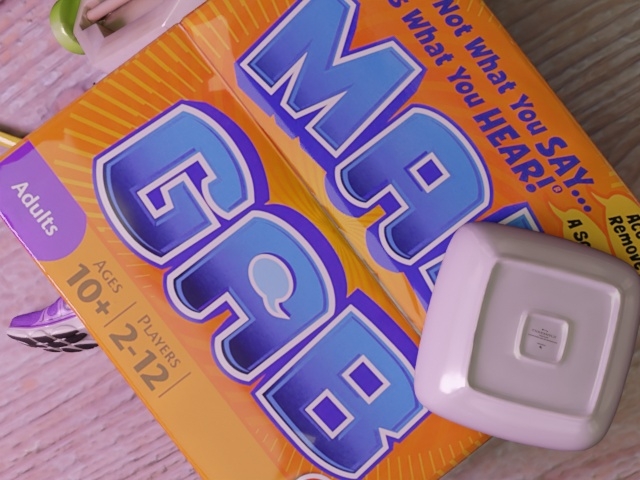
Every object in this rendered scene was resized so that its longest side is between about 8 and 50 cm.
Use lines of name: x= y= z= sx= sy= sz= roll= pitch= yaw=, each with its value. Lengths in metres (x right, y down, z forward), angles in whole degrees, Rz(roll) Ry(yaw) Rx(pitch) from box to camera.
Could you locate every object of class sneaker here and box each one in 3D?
sneaker: x=-0.224 y=0.062 z=1.483 sx=0.169 sy=0.068 sz=0.071 roll=-18 pitch=65 yaw=19

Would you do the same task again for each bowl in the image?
bowl: x=0.143 y=0.064 z=1.019 sx=0.142 sy=0.053 sz=0.142 roll=15 pitch=87 yaw=-5

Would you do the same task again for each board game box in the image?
board game box: x=0.000 y=0.000 z=1.216 sx=0.356 sy=0.356 sz=0.356 roll=-38 pitch=90 yaw=-5

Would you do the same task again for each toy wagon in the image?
toy wagon: x=-0.114 y=-0.306 z=1.314 sx=0.267 sy=0.068 sz=0.344 roll=-19 pitch=53 yaw=48

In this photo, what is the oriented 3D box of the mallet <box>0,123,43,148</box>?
mallet: x=-0.324 y=-0.095 z=1.485 sx=0.189 sy=0.039 sz=0.062 roll=12 pitch=104 yaw=14
